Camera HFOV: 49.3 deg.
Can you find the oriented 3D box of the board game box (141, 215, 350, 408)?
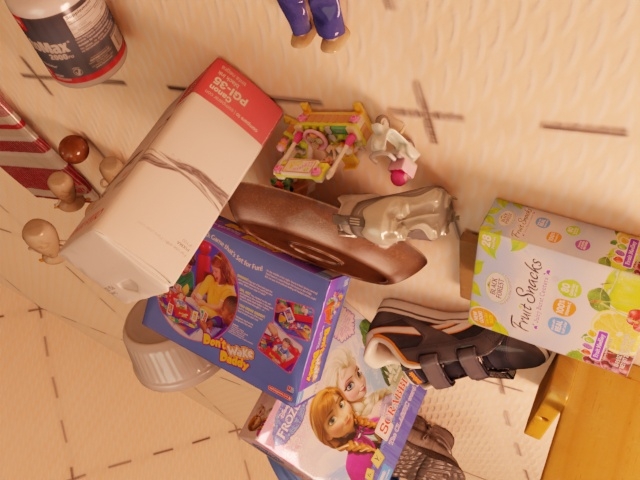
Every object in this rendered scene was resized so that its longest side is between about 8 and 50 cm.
[{"bbox_3d":[-0.138,0.105,1.218,0.347,0.233,0.078,23,-164,25],"label":"board game box"}]

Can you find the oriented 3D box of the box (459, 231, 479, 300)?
[{"bbox_3d":[0.291,0.065,0.965,0.201,0.021,0.164,19,153,22],"label":"box"}]

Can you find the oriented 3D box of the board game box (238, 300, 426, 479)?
[{"bbox_3d":[0.044,0.314,1.340,0.318,0.319,0.066,41,151,-25],"label":"board game box"}]

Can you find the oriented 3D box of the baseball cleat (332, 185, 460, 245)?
[{"bbox_3d":[0.087,-0.037,0.842,0.109,0.072,0.206,13,-172,31],"label":"baseball cleat"}]

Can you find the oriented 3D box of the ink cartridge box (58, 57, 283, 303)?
[{"bbox_3d":[-0.197,-0.072,0.914,0.117,0.283,0.207,39,153,-20],"label":"ink cartridge box"}]

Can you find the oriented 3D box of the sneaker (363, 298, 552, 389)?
[{"bbox_3d":[0.216,0.188,1.154,0.321,0.127,0.126,3,143,41],"label":"sneaker"}]

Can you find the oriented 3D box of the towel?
[{"bbox_3d":[-0.624,-0.194,1.435,0.237,0.037,0.329,8,149,34],"label":"towel"}]

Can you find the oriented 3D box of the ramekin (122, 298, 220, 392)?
[{"bbox_3d":[-0.328,0.204,1.610,0.272,0.273,0.127,10,135,36],"label":"ramekin"}]

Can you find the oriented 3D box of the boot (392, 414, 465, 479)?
[{"bbox_3d":[0.168,0.451,1.609,0.338,0.118,0.223,34,-170,-7],"label":"boot"}]

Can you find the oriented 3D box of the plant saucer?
[{"bbox_3d":[0.000,0.000,1.011,0.310,0.050,0.310,21,171,4],"label":"plant saucer"}]

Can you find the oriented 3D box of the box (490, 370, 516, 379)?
[{"bbox_3d":[0.298,0.218,1.242,0.083,0.018,0.067,42,152,-25],"label":"box"}]

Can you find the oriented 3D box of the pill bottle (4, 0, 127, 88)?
[{"bbox_3d":[-0.320,-0.286,0.855,0.108,0.108,0.180,19,152,22],"label":"pill bottle"}]

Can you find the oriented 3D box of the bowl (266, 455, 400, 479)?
[{"bbox_3d":[0.019,0.451,1.567,0.391,0.391,0.077,39,117,-20],"label":"bowl"}]

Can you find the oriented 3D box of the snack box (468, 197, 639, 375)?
[{"bbox_3d":[0.294,0.058,0.851,0.207,0.070,0.174,18,138,24],"label":"snack box"}]

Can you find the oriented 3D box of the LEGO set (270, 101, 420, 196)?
[{"bbox_3d":[-0.015,-0.090,0.897,0.132,0.107,0.287,41,152,-23],"label":"LEGO set"}]

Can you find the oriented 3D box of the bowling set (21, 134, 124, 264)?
[{"bbox_3d":[-0.413,-0.087,1.302,0.287,0.200,0.154,-13,161,-9],"label":"bowling set"}]

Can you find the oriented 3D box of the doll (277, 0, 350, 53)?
[{"bbox_3d":[-0.028,-0.265,0.659,0.129,0.046,0.189,16,152,24],"label":"doll"}]

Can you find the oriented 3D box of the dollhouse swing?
[{"bbox_3d":[0.465,0.366,1.011,0.346,0.305,0.315,20,153,17],"label":"dollhouse swing"}]
